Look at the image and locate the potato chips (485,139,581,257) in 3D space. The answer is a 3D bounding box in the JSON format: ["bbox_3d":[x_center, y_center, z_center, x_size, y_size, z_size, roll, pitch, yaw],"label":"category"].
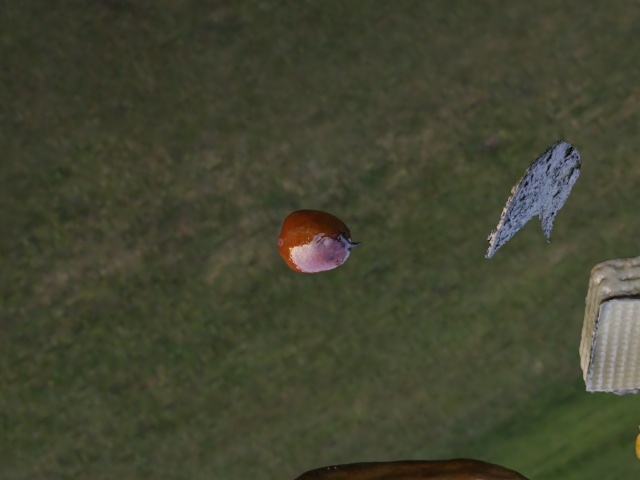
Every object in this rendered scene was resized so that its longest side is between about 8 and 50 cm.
[{"bbox_3d":[0.326,-0.059,2.311,0.220,0.029,0.202,-2,121,-60],"label":"potato chips"}]

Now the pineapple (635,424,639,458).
[{"bbox_3d":[0.472,0.252,1.740,0.135,0.233,0.079,1,105,-27],"label":"pineapple"}]

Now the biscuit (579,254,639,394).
[{"bbox_3d":[0.322,0.052,1.153,0.252,0.052,0.150,-5,146,4],"label":"biscuit"}]

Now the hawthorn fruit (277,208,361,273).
[{"bbox_3d":[0.000,0.000,1.867,0.093,0.081,0.081,-3,-179,40],"label":"hawthorn fruit"}]

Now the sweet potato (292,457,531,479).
[{"bbox_3d":[0.046,0.167,1.004,0.182,0.053,0.054,-8,133,-7],"label":"sweet potato"}]
